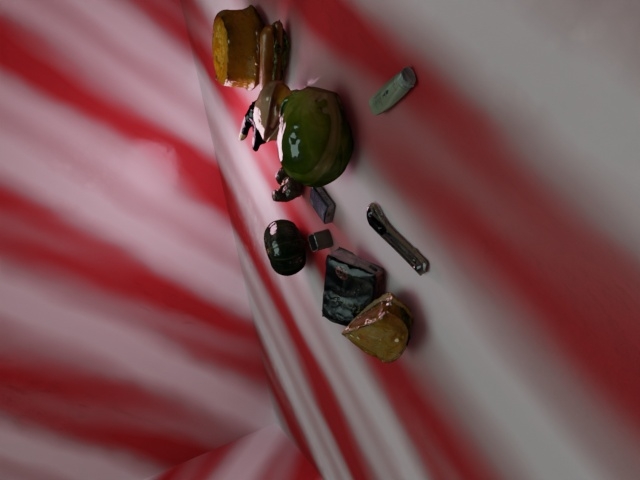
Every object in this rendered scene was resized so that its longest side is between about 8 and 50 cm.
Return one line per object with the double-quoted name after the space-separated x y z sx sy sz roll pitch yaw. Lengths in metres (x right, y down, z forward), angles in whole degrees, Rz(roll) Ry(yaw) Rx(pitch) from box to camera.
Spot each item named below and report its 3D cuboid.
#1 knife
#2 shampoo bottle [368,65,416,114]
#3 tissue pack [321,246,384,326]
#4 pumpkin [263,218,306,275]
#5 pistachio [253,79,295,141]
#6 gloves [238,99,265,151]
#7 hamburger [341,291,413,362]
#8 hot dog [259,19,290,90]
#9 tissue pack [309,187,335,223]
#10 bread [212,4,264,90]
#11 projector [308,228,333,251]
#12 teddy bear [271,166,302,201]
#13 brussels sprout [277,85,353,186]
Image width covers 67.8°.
0.257 -0.008 1.674 0.365 0.043 0.089 53 149 40 "knife"
0.219 -0.459 1.476 0.212 0.049 0.072 149 109 -65 "shampoo bottle"
0.130 0.217 1.928 0.245 0.123 0.333 24 128 30 "tissue pack"
-0.178 0.031 2.464 0.300 0.207 0.300 162 90 -80 "pumpkin"
-0.184 -0.554 2.074 0.230 0.229 0.309 70 158 11 "pistachio"
-0.306 -0.566 2.387 0.301 0.197 0.152 121 140 -57 "gloves"
0.238 0.335 1.745 0.209 0.162 0.330 43 142 -5 "hamburger"
-0.205 -0.802 2.112 0.100 0.135 0.337 36 140 24 "hot dog"
0.005 -0.163 2.127 0.156 0.051 0.112 57 154 34 "tissue pack"
-0.398 -0.950 2.343 0.398 0.215 0.398 171 90 -67 "bread"
0.000 0.000 2.193 0.083 0.082 0.083 -29 78 65 "projector"
-0.163 -0.285 2.346 0.177 0.140 0.190 -42 54 35 "teddy bear"
-0.023 -0.380 1.804 0.315 0.275 0.371 -114 29 -51 "brussels sprout"
